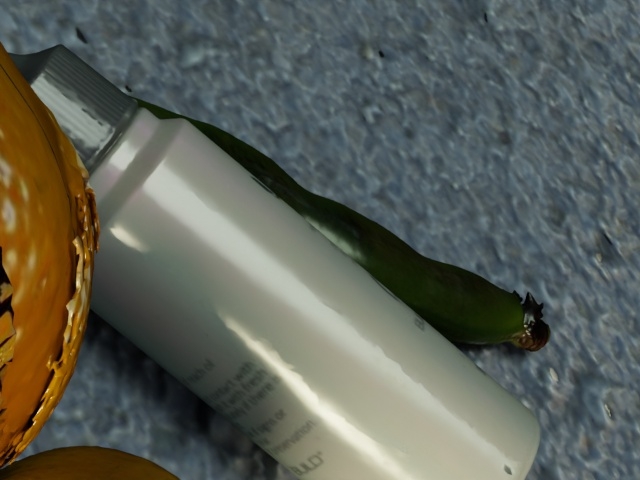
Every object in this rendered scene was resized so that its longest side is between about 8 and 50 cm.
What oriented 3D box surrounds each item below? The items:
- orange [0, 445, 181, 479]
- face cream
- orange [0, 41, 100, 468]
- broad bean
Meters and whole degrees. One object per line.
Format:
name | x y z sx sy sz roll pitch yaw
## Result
orange | -0.088 0.151 0.683 0.156 0.134 0.157 -9 90 -80
face cream | -0.046 0.016 0.840 0.311 0.092 0.092 39 42 -11
orange | -0.184 -0.009 0.639 0.234 0.234 0.182 34 74 -17
broad bean | 0.000 0.001 0.928 0.297 0.043 0.060 28 34 -24
